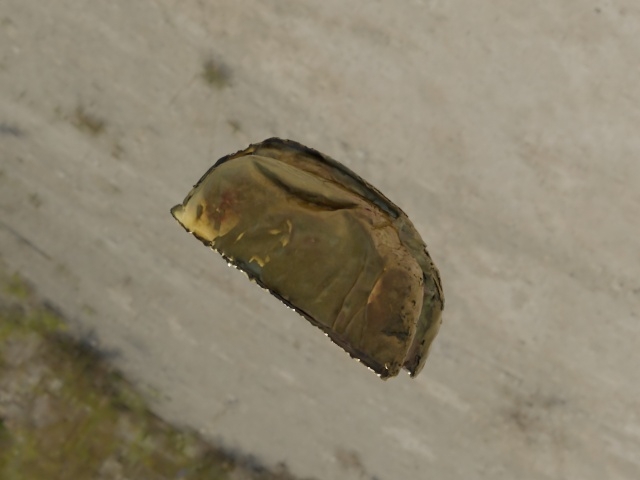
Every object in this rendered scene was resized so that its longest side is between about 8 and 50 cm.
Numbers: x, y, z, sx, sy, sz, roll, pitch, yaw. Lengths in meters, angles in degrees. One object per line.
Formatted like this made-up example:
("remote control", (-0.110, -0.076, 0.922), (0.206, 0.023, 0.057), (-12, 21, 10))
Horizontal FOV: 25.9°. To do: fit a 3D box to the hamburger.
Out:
("hamburger", (0.000, 0.000, 1.166), (0.262, 0.131, 0.124), (36, -170, 20))
